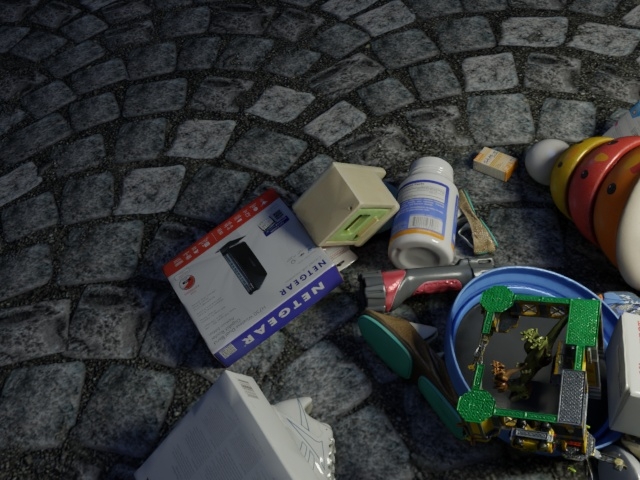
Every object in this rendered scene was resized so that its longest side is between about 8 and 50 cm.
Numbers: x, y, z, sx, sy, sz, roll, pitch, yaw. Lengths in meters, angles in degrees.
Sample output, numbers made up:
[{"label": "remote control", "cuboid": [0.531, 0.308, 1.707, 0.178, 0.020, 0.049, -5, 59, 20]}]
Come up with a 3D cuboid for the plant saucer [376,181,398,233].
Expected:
[{"label": "plant saucer", "cuboid": [0.119, -0.075, 1.703, 0.194, 0.038, 0.195, -5, 49, 5]}]

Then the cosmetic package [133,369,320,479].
[{"label": "cosmetic package", "cuboid": [-0.147, 0.466, 1.169, 0.284, 0.097, 0.377, -47, 52, 7]}]

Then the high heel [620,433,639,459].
[{"label": "high heel", "cuboid": [0.673, 0.338, 1.198, 0.261, 0.093, 0.186, 19, 60, 4]}]

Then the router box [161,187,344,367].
[{"label": "router box", "cuboid": [-0.163, 0.077, 1.553, 0.335, 0.082, 0.301, -37, 53, -6]}]

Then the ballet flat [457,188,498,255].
[{"label": "ballet flat", "cuboid": [0.359, -0.044, 1.615, 0.067, 0.073, 0.206, -26, 45, 7]}]

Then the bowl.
[{"label": "bowl", "cuboid": [0.427, 0.230, 1.293, 0.390, 0.077, 0.392, 5, 52, -7]}]

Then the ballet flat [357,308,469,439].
[{"label": "ballet flat", "cuboid": [0.225, 0.249, 1.361, 0.124, 0.116, 0.342, -28, 53, -26]}]

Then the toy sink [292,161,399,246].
[{"label": "toy sink", "cuboid": [0.078, -0.078, 1.547, 0.153, 0.234, 0.131, -44, 68, 27]}]

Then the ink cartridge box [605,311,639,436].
[{"label": "ink cartridge box", "cuboid": [0.650, 0.255, 1.154, 0.272, 0.114, 0.197, 13, 41, 11]}]

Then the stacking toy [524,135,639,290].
[{"label": "stacking toy", "cuboid": [0.647, -0.122, 1.525, 0.350, 0.351, 0.480, -31, 33, -16]}]

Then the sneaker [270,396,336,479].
[{"label": "sneaker", "cuboid": [-0.019, 0.415, 1.265, 0.129, 0.111, 0.297, -21, 50, -15]}]

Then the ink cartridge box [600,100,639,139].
[{"label": "ink cartridge box", "cuboid": [0.772, -0.246, 1.674, 0.061, 0.181, 0.104, 19, 47, -19]}]

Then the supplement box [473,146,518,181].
[{"label": "supplement box", "cuboid": [0.460, -0.201, 1.749, 0.098, 0.036, 0.062, 27, 58, 29]}]

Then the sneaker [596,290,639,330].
[{"label": "sneaker", "cuboid": [0.687, 0.157, 1.383, 0.221, 0.083, 0.087, -4, 62, 14]}]

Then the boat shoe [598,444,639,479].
[{"label": "boat shoe", "cuboid": [0.573, 0.467, 1.122, 0.088, 0.096, 0.268, 9, 31, -21]}]

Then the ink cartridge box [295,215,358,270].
[{"label": "ink cartridge box", "cuboid": [0.000, 0.000, 1.644, 0.104, 0.060, 0.180, -33, 52, -17]}]

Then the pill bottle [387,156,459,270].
[{"label": "pill bottle", "cuboid": [0.251, -0.064, 1.586, 0.152, 0.152, 0.272, 4, 53, 13]}]

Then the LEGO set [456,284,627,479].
[{"label": "LEGO set", "cuboid": [0.375, 0.249, 1.146, 0.254, 0.192, 0.332, -5, 45, 22]}]

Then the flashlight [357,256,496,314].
[{"label": "flashlight", "cuboid": [0.237, 0.107, 1.471, 0.303, 0.103, 0.103, -3, 48, -7]}]
